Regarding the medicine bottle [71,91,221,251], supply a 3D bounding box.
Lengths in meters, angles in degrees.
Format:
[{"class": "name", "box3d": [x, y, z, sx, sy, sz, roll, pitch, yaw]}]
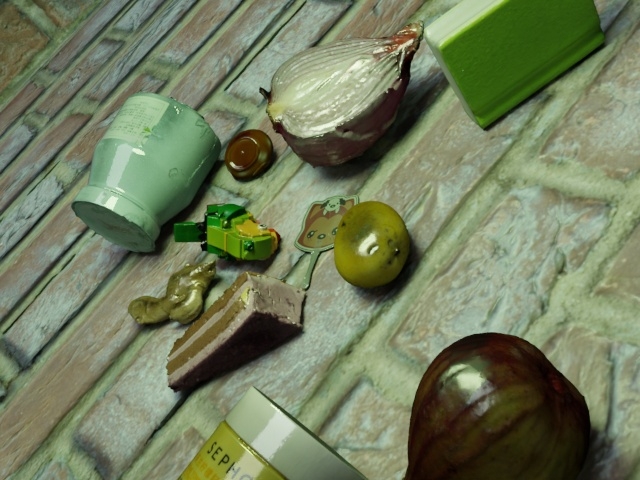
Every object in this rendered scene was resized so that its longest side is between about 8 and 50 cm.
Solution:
[{"class": "medicine bottle", "box3d": [-0.388, -0.143, 1.771, 0.245, 0.245, 0.289, 0, 55, 40]}]

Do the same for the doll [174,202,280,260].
[{"class": "doll", "box3d": [-0.170, -0.011, 1.555, 0.186, 0.106, 0.134, 17, 24, 31]}]

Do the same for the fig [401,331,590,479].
[{"class": "fig", "box3d": [0.168, 0.267, 0.973, 0.321, 0.217, 0.217, -52, 35, 20]}]

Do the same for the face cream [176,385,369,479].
[{"class": "face cream", "box3d": [-0.064, 0.330, 1.058, 0.179, 0.218, 0.218, -51, 39, -10]}]

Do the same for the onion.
[{"class": "onion", "box3d": [0.075, -0.280, 1.577, 0.349, 0.159, 0.267, -25, 52, 10]}]

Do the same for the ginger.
[{"class": "ginger", "box3d": [-0.294, 0.107, 1.600, 0.214, 0.059, 0.133, -10, 56, 36]}]

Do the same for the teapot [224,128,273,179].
[{"class": "teapot", "box3d": [-0.156, -0.185, 1.750, 0.129, 0.078, 0.098, -42, 77, 18]}]

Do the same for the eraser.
[{"class": "eraser", "box3d": [0.339, -0.352, 1.376, 0.274, 0.210, 0.092, -35, 38, 5]}]

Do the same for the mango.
[{"class": "mango", "box3d": [0.079, -0.001, 1.352, 0.137, 0.098, 0.195, -39, 33, 10]}]

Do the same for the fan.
[{"class": "fan", "box3d": [0.000, 0.000, 1.487, 0.132, 0.009, 0.220, -7, 49, 37]}]

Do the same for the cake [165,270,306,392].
[{"class": "cake", "box3d": [-0.171, 0.159, 1.413, 0.295, 0.113, 0.116, -33, 37, 20]}]
